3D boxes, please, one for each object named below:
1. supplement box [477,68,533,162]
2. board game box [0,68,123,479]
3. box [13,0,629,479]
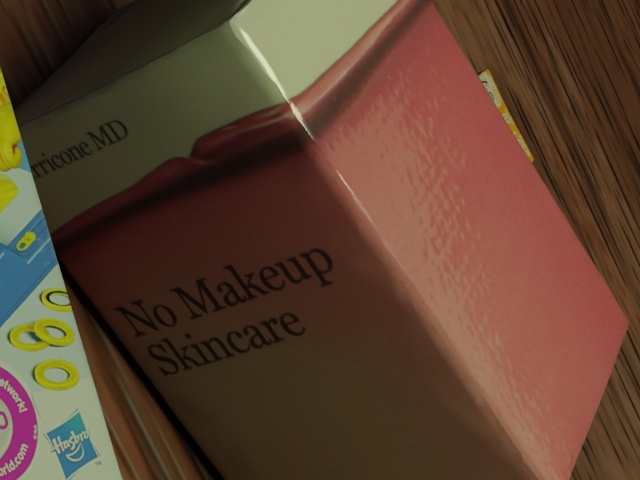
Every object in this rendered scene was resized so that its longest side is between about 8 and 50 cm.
[{"bbox_3d":[0.075,-0.048,0.855,0.062,0.036,0.098,61,37,-11],"label":"supplement box"},{"bbox_3d":[-0.224,-0.031,0.415,0.308,0.086,0.302,-13,84,-54],"label":"board game box"},{"bbox_3d":[0.000,0.000,0.639,0.232,0.148,0.127,55,39,-18],"label":"box"}]
